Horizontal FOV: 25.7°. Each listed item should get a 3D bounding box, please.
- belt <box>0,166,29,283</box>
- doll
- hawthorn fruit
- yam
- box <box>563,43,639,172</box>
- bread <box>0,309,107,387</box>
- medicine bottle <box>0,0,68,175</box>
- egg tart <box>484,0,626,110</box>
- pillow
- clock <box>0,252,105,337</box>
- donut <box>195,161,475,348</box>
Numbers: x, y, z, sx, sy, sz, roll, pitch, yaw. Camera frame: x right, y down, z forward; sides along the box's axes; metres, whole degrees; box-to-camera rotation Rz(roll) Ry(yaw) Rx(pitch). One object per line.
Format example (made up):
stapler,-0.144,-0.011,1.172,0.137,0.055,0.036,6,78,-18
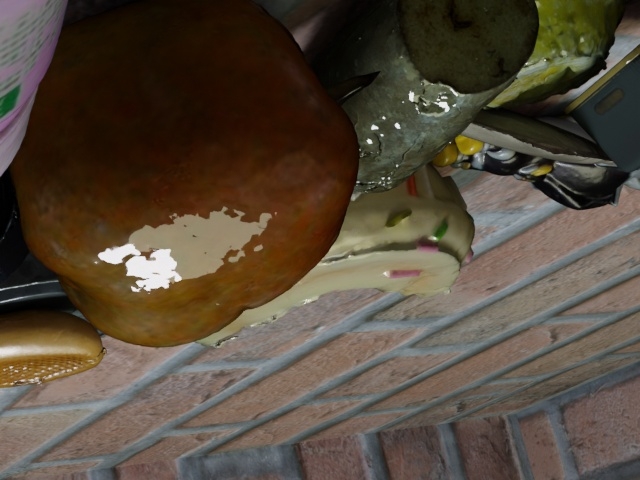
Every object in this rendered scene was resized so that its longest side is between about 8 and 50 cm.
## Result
belt,-0.355,-0.012,1.256,0.198,0.151,0.078,-13,164,6
doll,0.266,-0.090,1.596,0.316,0.103,0.145,7,140,-32
hawthorn fruit,-0.092,-0.070,1.098,0.300,0.268,0.268,-25,162,9
yam,0.068,-0.134,1.224,0.154,0.154,0.254,-4,162,-30
box,0.336,-0.160,1.297,0.201,0.090,0.144,-38,176,-32
bread,-0.346,0.122,1.629,0.189,0.077,0.114,-8,142,-14
medicine bottle,-0.245,-0.155,0.775,0.212,0.212,0.325,-7,162,-22
egg tart,0.197,-0.177,1.301,0.197,0.078,0.197,-12,166,-3
pillow,0.175,-0.110,1.369,0.232,0.038,0.130,22,-171,36
clock,-0.359,0.074,1.695,0.312,0.061,0.312,-13,163,-4
donut,-0.007,-0.001,1.583,0.371,0.150,0.307,-12,163,-8
